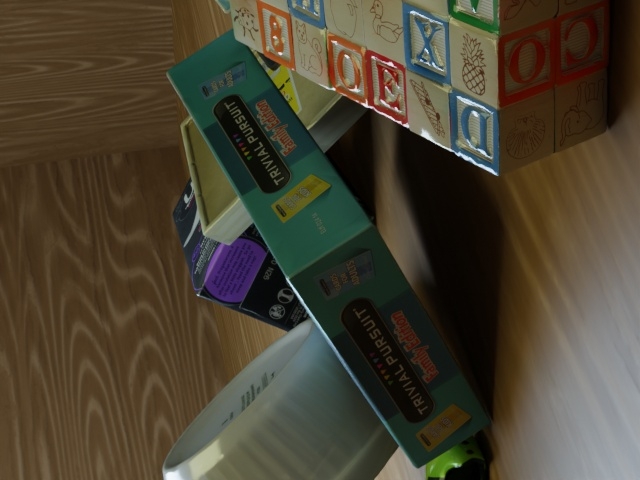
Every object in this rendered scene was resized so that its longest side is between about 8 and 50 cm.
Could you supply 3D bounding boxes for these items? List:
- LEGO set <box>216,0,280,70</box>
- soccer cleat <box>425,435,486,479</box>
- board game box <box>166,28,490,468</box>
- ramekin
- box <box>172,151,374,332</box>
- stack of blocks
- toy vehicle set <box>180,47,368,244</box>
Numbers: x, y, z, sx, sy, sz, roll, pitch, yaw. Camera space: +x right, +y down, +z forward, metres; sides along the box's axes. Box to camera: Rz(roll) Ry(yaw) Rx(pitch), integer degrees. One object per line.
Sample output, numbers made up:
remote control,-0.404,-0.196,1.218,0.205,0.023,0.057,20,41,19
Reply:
LEGO set,-0.021,-0.286,1.168,0.182,0.244,0.060,54,-153,11
soccer cleat,0.117,0.251,1.211,0.072,0.060,0.178,-127,33,-68
board game box,0.000,0.000,1.203,0.253,0.079,0.336,57,180,-39
ramekin,-0.038,0.194,1.377,0.127,0.273,0.273,45,172,-6
box,-0.062,-0.028,1.608,0.165,0.143,0.270,-62,20,14
stack of blocks,0.046,-0.177,0.872,0.297,0.087,0.171,34,138,48
toy vehicle set,-0.041,-0.138,1.421,0.267,0.035,0.166,-43,44,31
